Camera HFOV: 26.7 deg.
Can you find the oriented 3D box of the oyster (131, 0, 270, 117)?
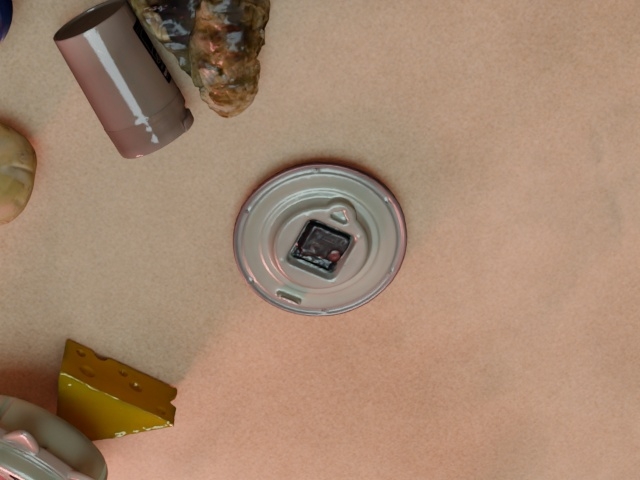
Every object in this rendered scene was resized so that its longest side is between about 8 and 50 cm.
[{"bbox_3d":[-0.163,-0.290,1.685,0.294,0.094,0.166,39,101,-27],"label":"oyster"}]

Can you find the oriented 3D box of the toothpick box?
[{"bbox_3d":[-0.250,-0.205,1.723,0.111,0.111,0.181,-24,115,9],"label":"toothpick box"}]

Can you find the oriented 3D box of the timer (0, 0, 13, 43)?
[{"bbox_3d":[-0.436,-0.376,1.573,0.270,0.270,0.384,3,133,-5],"label":"timer"}]

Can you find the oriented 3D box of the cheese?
[{"bbox_3d":[-0.293,0.228,1.954,0.171,0.093,0.126,8,117,-7],"label":"cheese"}]

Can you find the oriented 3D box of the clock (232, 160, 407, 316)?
[{"bbox_3d":[0.000,0.001,1.877,0.244,0.056,0.244,-2,117,-3],"label":"clock"}]

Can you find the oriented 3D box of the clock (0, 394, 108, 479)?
[{"bbox_3d":[-0.420,0.321,1.901,0.265,0.109,0.324,41,145,-19],"label":"clock"}]

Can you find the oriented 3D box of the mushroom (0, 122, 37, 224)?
[{"bbox_3d":[-0.442,-0.090,1.769,0.148,0.112,0.148,2,83,-13],"label":"mushroom"}]
